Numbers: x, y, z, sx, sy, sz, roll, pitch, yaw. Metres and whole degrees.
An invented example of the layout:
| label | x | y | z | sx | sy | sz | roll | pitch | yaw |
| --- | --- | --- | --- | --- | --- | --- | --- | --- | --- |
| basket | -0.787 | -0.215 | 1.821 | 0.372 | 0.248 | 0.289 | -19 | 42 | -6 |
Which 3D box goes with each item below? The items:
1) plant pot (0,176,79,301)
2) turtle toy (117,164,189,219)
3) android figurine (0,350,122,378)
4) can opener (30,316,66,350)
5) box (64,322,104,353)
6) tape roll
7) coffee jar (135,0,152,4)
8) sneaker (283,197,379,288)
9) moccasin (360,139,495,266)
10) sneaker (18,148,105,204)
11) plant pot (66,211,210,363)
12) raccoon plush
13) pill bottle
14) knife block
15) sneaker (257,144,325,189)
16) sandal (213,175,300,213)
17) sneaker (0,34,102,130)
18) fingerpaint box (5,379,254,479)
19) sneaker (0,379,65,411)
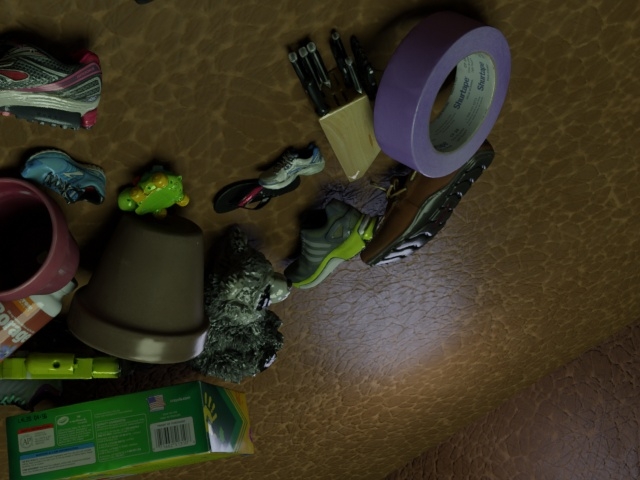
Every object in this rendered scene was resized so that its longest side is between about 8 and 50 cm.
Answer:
| label | x | y | z | sx | sy | sz | roll | pitch | yaw |
| --- | --- | --- | --- | --- | --- | --- | --- | --- | --- |
| plant pot | -0.503 | 0.013 | 1.547 | 0.201 | 0.201 | 0.180 | -25 | 163 | 2 |
| turtle toy | -0.303 | -0.086 | 1.627 | 0.130 | 0.066 | 0.095 | -29 | 145 | 10 |
| android figurine | -0.547 | 0.256 | 1.873 | 0.272 | 0.056 | 0.248 | 3 | 174 | -7 |
| can opener | -0.592 | 0.176 | 1.835 | 0.186 | 0.059 | 0.073 | 29 | 78 | -60 |
| box | -0.414 | 0.199 | 1.878 | 0.206 | 0.036 | 0.114 | 0 | 148 | 32 |
| tape roll | 0.214 | -0.251 | 1.583 | 0.274 | 0.090 | 0.275 | -33 | 139 | -34 |
| coffee jar | -0.245 | -0.400 | 1.200 | 0.096 | 0.079 | 0.184 | -26 | 147 | 0 |
| sneaker | 0.000 | 0.000 | 1.921 | 0.121 | 0.111 | 0.300 | 39 | 136 | -10 |
| moccasin | 0.194 | -0.093 | 1.882 | 0.139 | 0.147 | 0.380 | -12 | 145 | -44 |
| sneaker | -0.423 | -0.100 | 1.525 | 0.162 | 0.073 | 0.063 | 14 | 132 | -44 |
| plant pot | -0.318 | 0.070 | 1.689 | 0.263 | 0.263 | 0.229 | 4 | 108 | -36 |
| raccoon plush | -0.268 | 0.161 | 1.898 | 0.446 | 0.216 | 0.299 | -22 | 140 | -2 |
| pill bottle | -0.560 | 0.120 | 1.685 | 0.216 | 0.121 | 0.121 | -41 | 148 | -5 |
| knife block | 0.020 | -0.231 | 1.603 | 0.242 | 0.088 | 0.276 | 2 | 140 | -33 |
| sneaker | -0.059 | -0.145 | 1.722 | 0.135 | 0.052 | 0.058 | -25 | 138 | -12 |
| sandal | -0.120 | -0.088 | 1.764 | 0.179 | 0.040 | 0.067 | -18 | 147 | -9 |
| sneaker | -0.459 | -0.238 | 1.290 | 0.299 | 0.121 | 0.112 | 4 | 110 | -34 |
| fingerpaint box | -0.415 | 0.441 | 2.065 | 0.444 | 0.163 | 0.371 | -12 | 165 | 8 |
| sneaker | -0.667 | 0.329 | 1.968 | 0.223 | 0.098 | 0.083 | -11 | 146 | -19 |
